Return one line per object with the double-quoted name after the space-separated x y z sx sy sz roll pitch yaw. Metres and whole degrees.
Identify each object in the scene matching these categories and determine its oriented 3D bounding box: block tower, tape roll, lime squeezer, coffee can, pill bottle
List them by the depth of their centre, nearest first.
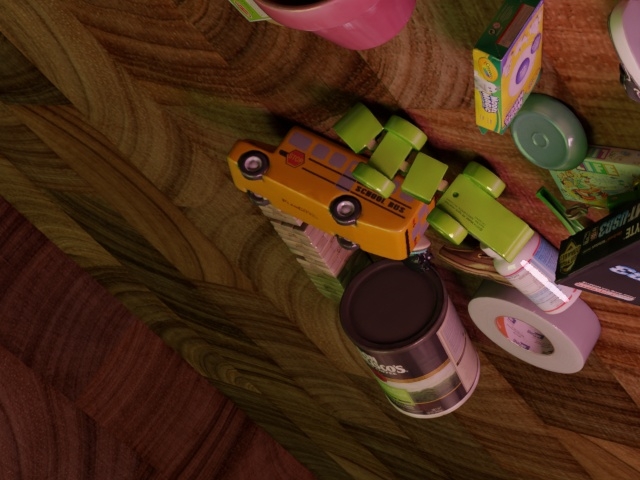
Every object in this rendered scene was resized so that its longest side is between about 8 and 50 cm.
0.429 0.019 1.739 0.310 0.059 0.110 34 153 0 "lime squeezer"
0.325 0.036 1.890 0.160 0.087 0.087 40 159 -16 "pill bottle"
0.363 0.135 2.081 0.219 0.072 0.219 29 159 13 "tape roll"
0.000 0.000 2.295 0.091 0.097 0.335 18 156 39 "block tower"
0.173 0.185 2.298 0.202 0.201 0.275 20 157 33 "coffee can"

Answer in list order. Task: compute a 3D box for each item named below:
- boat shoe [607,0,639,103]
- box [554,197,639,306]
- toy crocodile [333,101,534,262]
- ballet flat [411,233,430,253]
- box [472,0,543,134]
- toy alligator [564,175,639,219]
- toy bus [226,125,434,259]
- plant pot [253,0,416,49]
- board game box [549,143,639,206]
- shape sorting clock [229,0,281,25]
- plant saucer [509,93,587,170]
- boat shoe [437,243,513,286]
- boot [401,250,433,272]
0.371 -0.179 1.354 0.228 0.080 0.076 38 160 -33 "boat shoe"
0.489 0.031 1.523 0.296 0.073 0.293 16 161 -12 "box"
0.163 -0.087 1.822 0.341 0.115 0.105 33 179 7 "toy crocodile"
0.087 -0.036 2.109 0.248 0.086 0.086 14 152 46 "ballet flat"
0.225 -0.205 1.463 0.043 0.105 0.179 27 160 19 "box"
0.406 -0.045 1.541 0.190 0.056 0.051 -16 134 29 "toy alligator"
0.013 -0.086 2.021 0.333 0.130 0.108 27 160 19 "toy bus"
0.023 -0.317 1.418 0.201 0.201 0.180 23 173 28 "plant pot"
0.377 -0.084 1.622 0.154 0.026 0.103 13 151 44 "board game box"
-0.099 -0.366 1.680 0.206 0.040 0.206 27 162 10 "shape sorting clock"
0.291 -0.135 1.595 0.119 0.021 0.119 31 145 25 "plant saucer"
0.276 0.034 2.004 0.178 0.060 0.064 18 179 34 "boat shoe"
0.138 0.011 2.187 0.121 0.045 0.099 19 161 39 "boot"
